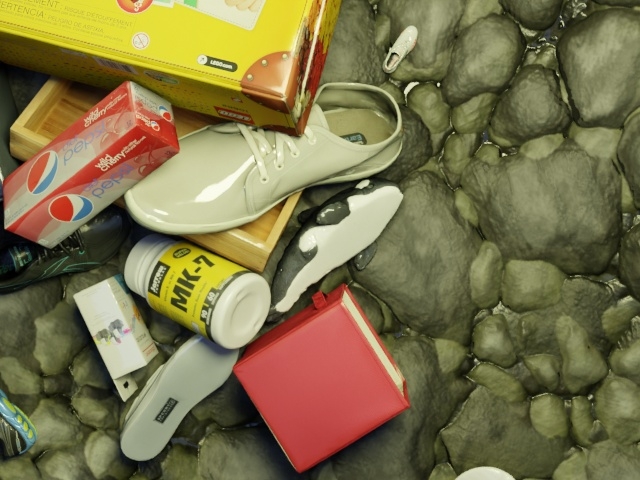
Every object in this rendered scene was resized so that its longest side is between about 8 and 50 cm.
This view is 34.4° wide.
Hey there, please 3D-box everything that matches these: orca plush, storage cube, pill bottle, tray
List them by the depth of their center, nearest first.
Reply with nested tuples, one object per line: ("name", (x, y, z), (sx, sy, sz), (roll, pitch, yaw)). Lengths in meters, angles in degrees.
("tray", (-0.229, -0.127, 1.553), (0.411, 0.076, 0.203), (25, 55, 1))
("pill bottle", (-0.188, 0.071, 1.557), (0.208, 0.119, 0.119), (24, 95, 31))
("storage cube", (0.003, 0.201, 1.564), (0.193, 0.183, 0.215), (-33, 93, 5))
("orca plush", (0.000, 0.000, 1.617), (0.151, 0.102, 0.287), (21, 109, -44))

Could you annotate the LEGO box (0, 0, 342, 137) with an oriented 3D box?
("LEGO box", (-0.220, -0.391, 1.384), (0.500, 0.193, 0.373), (15, 82, 6))

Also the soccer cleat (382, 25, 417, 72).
("soccer cleat", (0.124, -0.296, 1.600), (0.029, 0.035, 0.083), (35, 94, -1))

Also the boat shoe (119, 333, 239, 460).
("boat shoe", (-0.229, 0.224, 1.620), (0.258, 0.084, 0.095), (-46, 116, 6))

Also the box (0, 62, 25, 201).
("box", (-0.618, -0.167, 1.558), (0.294, 0.183, 0.296), (-15, 95, 4))

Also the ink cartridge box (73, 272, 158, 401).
("ink cartridge box", (-0.308, 0.148, 1.608), (0.061, 0.104, 0.181), (-24, 93, 4))

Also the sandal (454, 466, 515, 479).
("sandal", (0.227, 0.450, 1.634), (0.102, 0.076, 0.265), (32, 115, 14))

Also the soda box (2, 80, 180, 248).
("soda box", (-0.314, -0.099, 1.398), (0.263, 0.083, 0.092), (-34, 51, 24))

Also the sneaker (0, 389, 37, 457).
("sneaker", (-0.534, 0.268, 1.641), (0.078, 0.067, 0.188), (-40, 95, -2))

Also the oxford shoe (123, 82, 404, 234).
("oxford shoe", (-0.070, -0.131, 1.482), (0.449, 0.130, 0.169), (-18, 67, -24))

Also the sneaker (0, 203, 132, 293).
("sneaker", (-0.417, 0.018, 1.604), (0.267, 0.106, 0.101), (-25, 91, 2))
